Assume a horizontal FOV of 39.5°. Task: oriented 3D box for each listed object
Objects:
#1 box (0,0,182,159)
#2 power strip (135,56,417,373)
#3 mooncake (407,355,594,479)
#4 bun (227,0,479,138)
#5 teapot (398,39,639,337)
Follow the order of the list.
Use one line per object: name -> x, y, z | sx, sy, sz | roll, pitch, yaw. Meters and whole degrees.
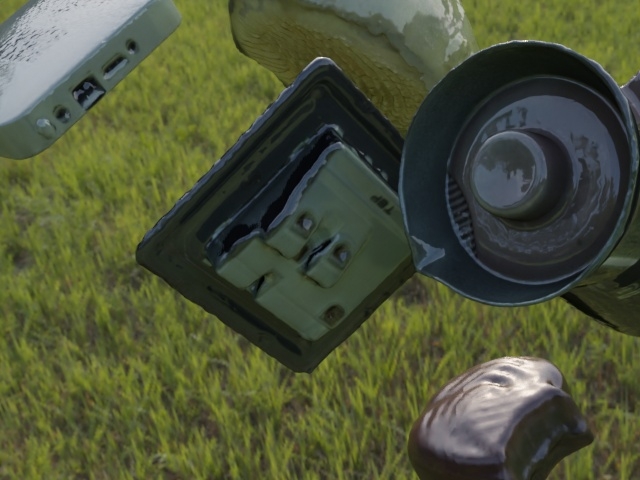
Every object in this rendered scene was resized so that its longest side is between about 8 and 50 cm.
box -> -0.446, -0.282, 1.443 | 0.373, 0.090, 0.367 | 15, 56, 40
power strip -> 0.002, -0.001, 0.835 | 0.251, 0.257, 0.092 | -50, 36, 1
mooncake -> 0.322, 0.360, 1.637 | 0.325, 0.174, 0.334 | -25, 16, 4
bun -> 0.063, -0.289, 1.178 | 0.364, 0.364, 0.202 | 20, 80, 43
teapot -> 0.262, -0.050, 0.764 | 0.344, 0.300, 0.253 | 4, 51, -49
